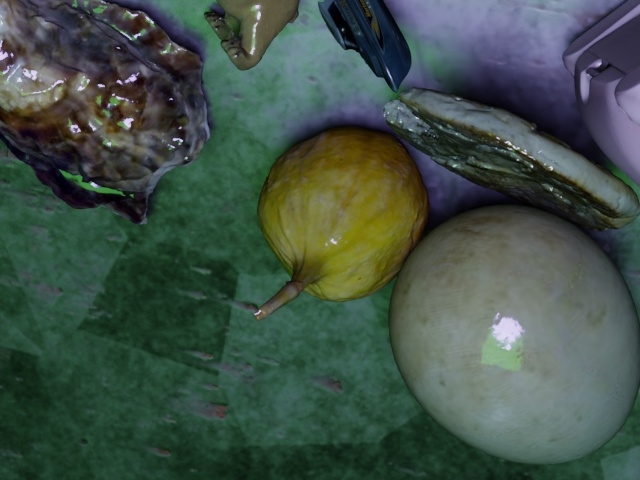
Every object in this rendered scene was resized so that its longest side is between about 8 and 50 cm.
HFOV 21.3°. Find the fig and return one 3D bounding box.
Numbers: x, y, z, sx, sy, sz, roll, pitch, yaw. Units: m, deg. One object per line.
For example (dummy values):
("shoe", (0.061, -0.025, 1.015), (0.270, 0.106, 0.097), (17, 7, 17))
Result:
("fig", (0.000, 0.000, 1.526), (0.159, 0.257, 0.159), (12, 124, 19))

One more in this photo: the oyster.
("oyster", (-0.232, -0.139, 1.576), (0.271, 0.100, 0.275), (6, 113, -12))

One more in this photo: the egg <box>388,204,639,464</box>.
("egg", (0.188, 0.097, 1.561), (0.218, 0.218, 0.295), (-23, 131, 18))

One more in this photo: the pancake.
("pancake", (0.168, -0.070, 1.488), (0.254, 0.253, 0.037), (25, 85, -4))

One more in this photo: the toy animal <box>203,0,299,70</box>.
("toy animal", (-0.080, -0.240, 1.467), (0.101, 0.103, 0.218), (-36, 140, 4))

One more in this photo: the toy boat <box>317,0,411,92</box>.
("toy boat", (0.041, -0.184, 1.490), (0.060, 0.141, 0.055), (-26, 151, 0))

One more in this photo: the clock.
("clock", (0.364, -0.054, 1.399), (0.184, 0.342, 0.326), (-38, 102, 12))
